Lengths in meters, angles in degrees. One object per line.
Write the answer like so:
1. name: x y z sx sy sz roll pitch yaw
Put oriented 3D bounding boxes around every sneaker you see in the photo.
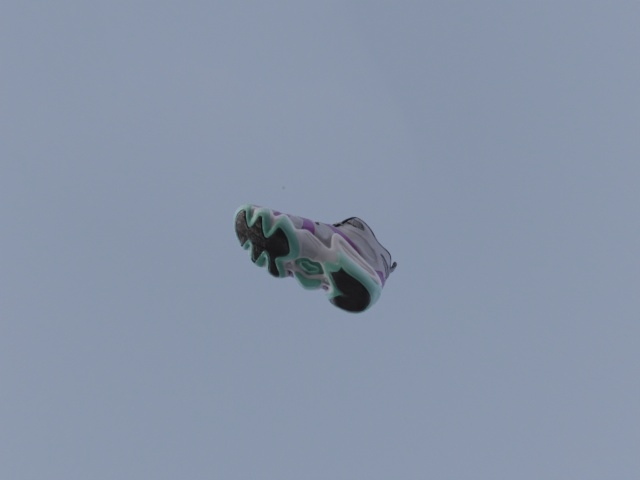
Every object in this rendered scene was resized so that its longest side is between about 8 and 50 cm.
1. sneaker: 0.000 0.000 0.806 0.098 0.069 0.038 34 -54 6
